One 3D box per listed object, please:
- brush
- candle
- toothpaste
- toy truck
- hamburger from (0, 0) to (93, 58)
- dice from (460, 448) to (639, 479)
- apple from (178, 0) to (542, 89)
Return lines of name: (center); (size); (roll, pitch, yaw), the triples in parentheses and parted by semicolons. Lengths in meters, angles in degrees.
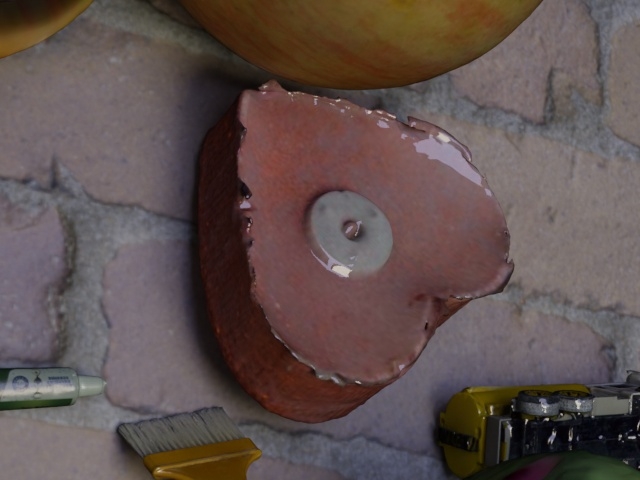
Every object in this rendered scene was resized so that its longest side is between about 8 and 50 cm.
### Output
brush: (-0.058, 0.210, 1.291); (0.103, 0.272, 0.013); (-7, 119, -33)
candle: (0.000, 0.000, 1.448); (0.287, 0.131, 0.317); (47, 47, -2)
toothpaste: (-0.268, 0.119, 1.300); (0.204, 0.031, 0.049); (0, 73, -29)
toy truck: (0.228, 0.177, 1.531); (0.227, 0.114, 0.098); (0, 96, -31)
hamburger: (-0.307, -0.312, 1.241); (0.395, 0.277, 0.396); (12, 51, -15)
dice: (0.148, 0.375, 1.293); (0.330, 0.322, 0.318); (-31, 91, -36)
apple: (0.035, -0.325, 1.415); (0.346, 0.391, 0.391); (38, 58, -30)
